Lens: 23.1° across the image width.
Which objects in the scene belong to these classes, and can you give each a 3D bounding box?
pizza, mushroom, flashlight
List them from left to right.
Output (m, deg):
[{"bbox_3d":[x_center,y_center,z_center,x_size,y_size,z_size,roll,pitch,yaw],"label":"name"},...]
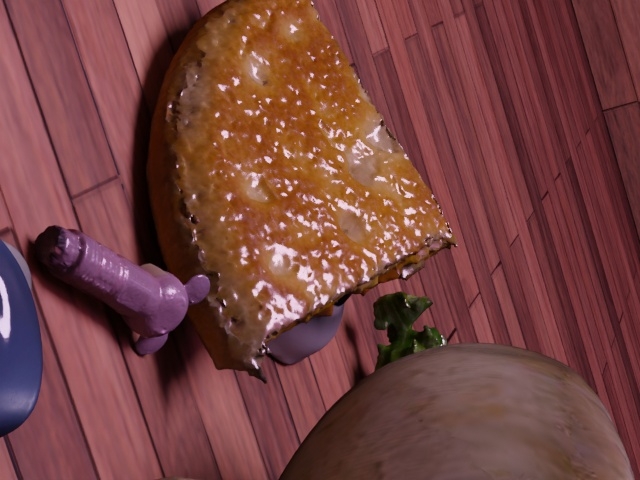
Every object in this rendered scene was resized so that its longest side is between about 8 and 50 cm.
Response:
[{"bbox_3d":[-0.098,0.019,0.751,0.031,0.052,0.110,44,4,37],"label":"flashlight"},{"bbox_3d":[-0.013,-0.032,0.899,0.197,0.058,0.292,23,48,-27],"label":"pizza"},{"bbox_3d":[0.093,0.226,0.767,0.352,0.260,0.352,-5,90,-76],"label":"mushroom"}]

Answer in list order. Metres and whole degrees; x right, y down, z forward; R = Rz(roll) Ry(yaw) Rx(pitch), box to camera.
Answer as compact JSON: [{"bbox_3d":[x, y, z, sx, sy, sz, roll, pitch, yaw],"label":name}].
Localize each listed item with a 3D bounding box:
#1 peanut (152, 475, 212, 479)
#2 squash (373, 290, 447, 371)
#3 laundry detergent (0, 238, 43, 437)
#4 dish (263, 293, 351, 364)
[{"bbox_3d":[-0.068,0.171,0.580,0.257,0.123,0.124,-52,125,-67],"label":"peanut"},{"bbox_3d":[0.099,0.218,1.063,0.101,0.101,0.379,11,65,-70],"label":"squash"},{"bbox_3d":[-0.150,0.044,0.535,0.097,0.061,0.206,63,20,-10],"label":"laundry detergent"},{"bbox_3d":[0.000,0.000,0.972,0.141,0.078,0.141,-15,90,-71],"label":"dish"}]
